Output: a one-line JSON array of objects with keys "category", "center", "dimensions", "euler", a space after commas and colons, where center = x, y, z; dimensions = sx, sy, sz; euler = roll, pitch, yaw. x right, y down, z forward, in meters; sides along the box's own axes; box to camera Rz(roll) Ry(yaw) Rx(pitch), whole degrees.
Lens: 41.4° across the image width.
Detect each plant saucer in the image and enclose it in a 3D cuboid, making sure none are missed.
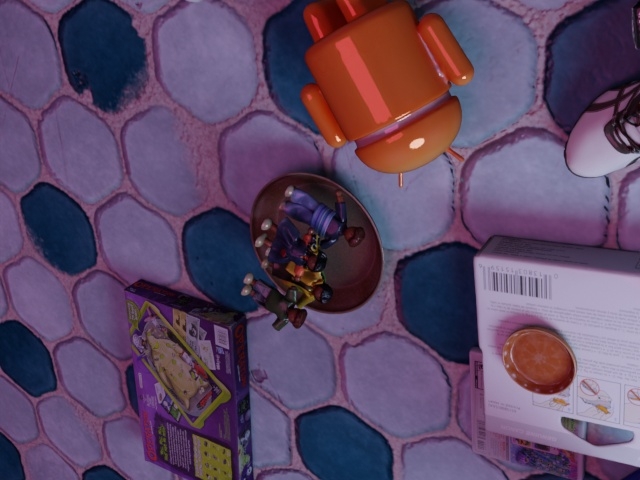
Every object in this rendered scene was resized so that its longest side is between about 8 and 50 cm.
[{"category": "plant saucer", "center": [0.242, 0.132, 0.935], "dimensions": [0.083, 0.013, 0.083], "euler": [15, 120, 27]}, {"category": "plant saucer", "center": [0.000, 0.000, 1.088], "dimensions": [0.199, 0.036, 0.198], "euler": [15, 121, 26]}]

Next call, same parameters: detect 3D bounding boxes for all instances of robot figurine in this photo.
[{"category": "robot figurine", "center": [0.066, -0.164, 0.897], "dimensions": [0.158, 0.128, 0.219], "euler": [-30, 98, -4]}]

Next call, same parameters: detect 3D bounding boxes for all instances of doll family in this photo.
[{"category": "doll family", "center": [-0.019, 0.024, 1.043], "dimensions": [0.111, 0.076, 0.193], "euler": [32, 125, 22]}]

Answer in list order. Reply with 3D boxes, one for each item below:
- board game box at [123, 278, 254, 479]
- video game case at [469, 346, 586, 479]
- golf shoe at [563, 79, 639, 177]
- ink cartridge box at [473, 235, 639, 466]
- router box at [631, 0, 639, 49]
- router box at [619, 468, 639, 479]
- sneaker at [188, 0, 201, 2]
[{"category": "board game box", "center": [-0.206, 0.244, 1.352], "dimensions": [0.208, 0.056, 0.346], "euler": [14, 121, 23]}, {"category": "video game case", "center": [0.255, 0.213, 1.045], "dimensions": [0.143, 0.019, 0.157], "euler": [9, 118, 30]}, {"category": "golf shoe", "center": [0.300, -0.114, 0.790], "dimensions": [0.077, 0.094, 0.198], "euler": [50, 132, 0]}, {"category": "ink cartridge box", "center": [0.312, 0.127, 0.932], "dimensions": [0.275, 0.060, 0.238], "euler": [8, 119, 31]}, {"category": "router box", "center": [0.337, -0.198, 0.719], "dimensions": [0.122, 0.092, 0.038], "euler": [0, 114, 33]}, {"category": "router box", "center": [0.392, 0.446, 0.872], "dimensions": [0.301, 0.335, 0.082], "euler": [44, 130, 8]}, {"category": "sneaker", "center": [-0.112, -0.377, 0.924], "dimensions": [0.126, 0.091, 0.240], "euler": [15, 121, 26]}]
